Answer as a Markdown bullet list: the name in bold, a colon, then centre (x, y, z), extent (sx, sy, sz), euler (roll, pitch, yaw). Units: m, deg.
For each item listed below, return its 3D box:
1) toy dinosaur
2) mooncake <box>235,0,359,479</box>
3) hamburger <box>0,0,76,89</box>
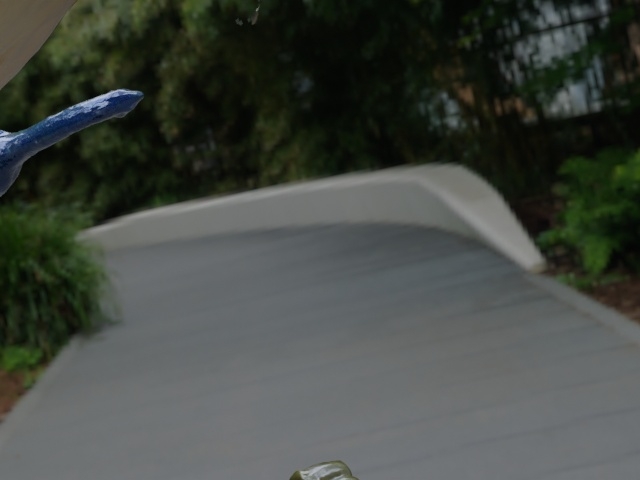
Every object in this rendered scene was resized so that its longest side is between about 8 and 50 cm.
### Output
- **toy dinosaur**: centre (-0.250, -0.033, 0.858), extent (0.247, 0.075, 0.188), euler (-33, 18, -33)
- **mooncake**: centre (-0.011, 0.001, 0.723), extent (0.057, 0.347, 0.150), euler (-9, 24, -38)
- **hamburger**: centre (-0.151, -0.095, 0.300), extent (0.246, 0.170, 0.246), euler (-49, 4, 5)
